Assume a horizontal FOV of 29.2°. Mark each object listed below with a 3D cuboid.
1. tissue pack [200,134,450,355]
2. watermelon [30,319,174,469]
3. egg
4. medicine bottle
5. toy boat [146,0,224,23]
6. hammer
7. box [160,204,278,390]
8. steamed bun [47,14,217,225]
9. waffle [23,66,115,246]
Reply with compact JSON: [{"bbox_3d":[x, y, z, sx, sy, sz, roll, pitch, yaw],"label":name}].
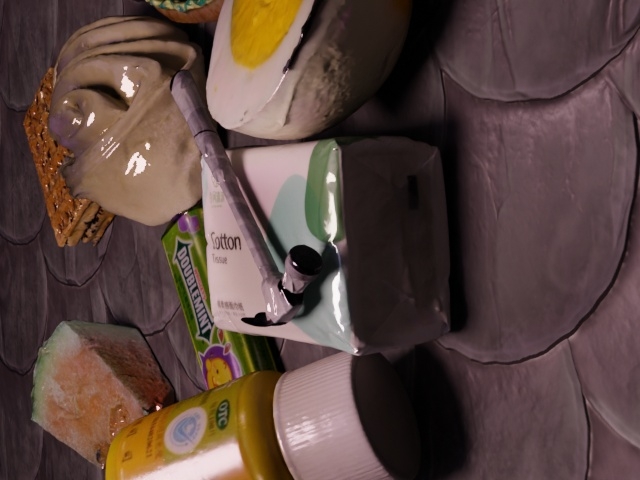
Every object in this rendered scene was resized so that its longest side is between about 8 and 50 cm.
[{"bbox_3d":[-0.002,0.000,1.625,0.356,0.193,0.266,2,97,56],"label":"tissue pack"},{"bbox_3d":[-0.392,0.306,2.314,0.302,0.151,0.264,37,122,27],"label":"watermelon"},{"bbox_3d":[0.000,-0.262,1.572,0.337,0.201,0.337,-47,33,43],"label":"egg"},{"bbox_3d":[-0.076,0.289,1.634,0.384,0.224,0.224,-23,73,22],"label":"medicine bottle"},{"bbox_3d":[-0.174,-0.391,1.912,0.293,0.108,0.099,6,127,55],"label":"toy boat"},{"bbox_3d":[-0.111,-0.074,1.577,0.152,0.044,0.427,-57,46,40],"label":"hammer"},{"bbox_3d":[-0.161,0.119,1.963,0.134,0.097,0.346,-43,59,48],"label":"box"},{"bbox_3d":[-0.339,-0.197,2.051,0.339,0.247,0.352,1,100,57],"label":"steamed bun"},{"bbox_3d":[-0.488,-0.164,2.414,0.213,0.091,0.308,-47,56,48],"label":"waffle"}]
